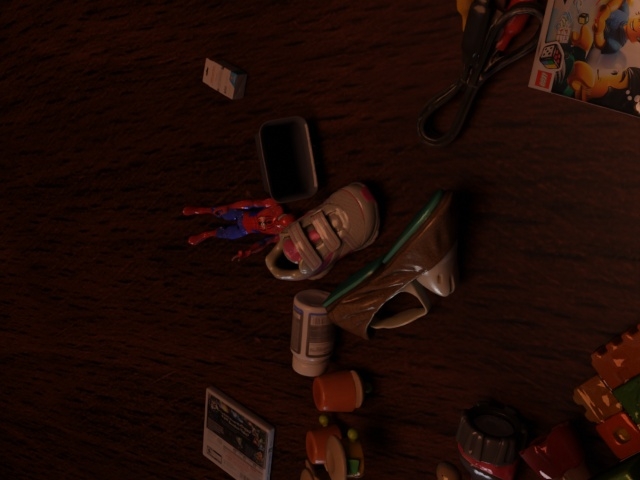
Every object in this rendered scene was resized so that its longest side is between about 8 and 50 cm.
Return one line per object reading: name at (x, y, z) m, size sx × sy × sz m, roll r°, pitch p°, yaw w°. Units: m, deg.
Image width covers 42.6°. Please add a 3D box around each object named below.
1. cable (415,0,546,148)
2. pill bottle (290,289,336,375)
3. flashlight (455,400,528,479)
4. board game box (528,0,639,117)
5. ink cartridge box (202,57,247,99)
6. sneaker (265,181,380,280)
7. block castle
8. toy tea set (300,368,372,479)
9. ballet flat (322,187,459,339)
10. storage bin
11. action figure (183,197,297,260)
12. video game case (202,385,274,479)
cable at (0.221, -0.244, 1.114) m, size 0.139 × 0.072 × 0.287 m, roll 26°, pitch 134°, yaw 17°
pill bottle at (-0.012, 0.161, 1.427) m, size 0.078 × 0.078 × 0.137 m, roll 23°, pitch 118°, yaw 36°
flashlight at (0.237, 0.396, 1.252) m, size 0.103 × 0.103 × 0.304 m, roll 26°, pitch 119°, yaw 34°
board game box at (0.366, -0.302, 0.939) m, size 0.193 × 0.053 × 0.305 m, roll 25°, pitch 119°, yaw 35°
ink cartridge box at (-0.171, -0.290, 1.463) m, size 0.083 × 0.028 × 0.048 m, roll 34°, pitch 124°, yaw 30°
sneaker at (0.000, 0.000, 1.339) m, size 0.103 × 0.111 × 0.252 m, roll 56°, pitch 133°, yaw 14°
block castle at (0.365, 0.226, 0.938) m, size 0.213 × 0.303 × 0.453 m, roll 56°, pitch 132°, yaw 16°
toy tea set at (0.055, 0.387, 1.441) m, size 0.200 × 0.124 × 0.336 m, roll -123°, pitch 35°, yaw -56°
ballet flat at (0.131, 0.055, 1.249) m, size 0.124 × 0.116 × 0.342 m, roll 42°, pitch 132°, yaw -1°
storage bin at (-0.060, -0.137, 1.376) m, size 0.091 × 0.098 × 0.135 m, roll -163°, pitch 61°, yaw -69°
action figure at (-0.168, -0.024, 1.479) m, size 0.280 × 0.139 × 0.091 m, roll -3°, pitch 103°, yaw 41°
video game case at (-0.172, 0.416, 1.701) m, size 0.190 × 0.022 × 0.173 m, roll 25°, pitch 120°, yaw 36°
